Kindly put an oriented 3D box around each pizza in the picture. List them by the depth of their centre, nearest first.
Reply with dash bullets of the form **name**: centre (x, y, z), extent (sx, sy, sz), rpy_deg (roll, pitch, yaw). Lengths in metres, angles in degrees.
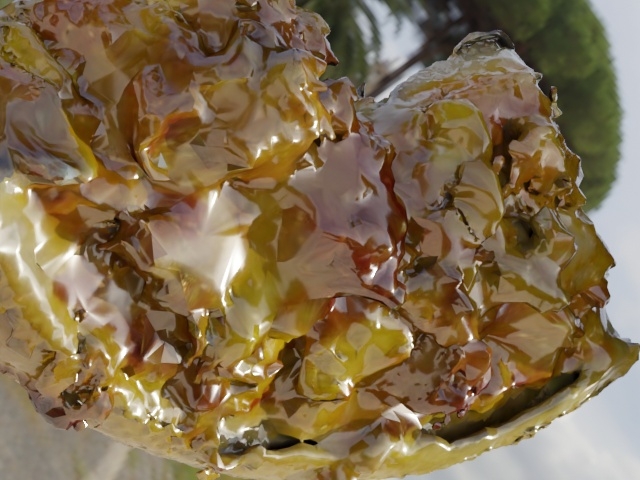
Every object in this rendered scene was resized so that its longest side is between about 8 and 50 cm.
- **pizza**: centre (0.000, 0.000, 0.451), extent (0.305, 0.161, 0.085), rpy_deg (16, 9, -37)
